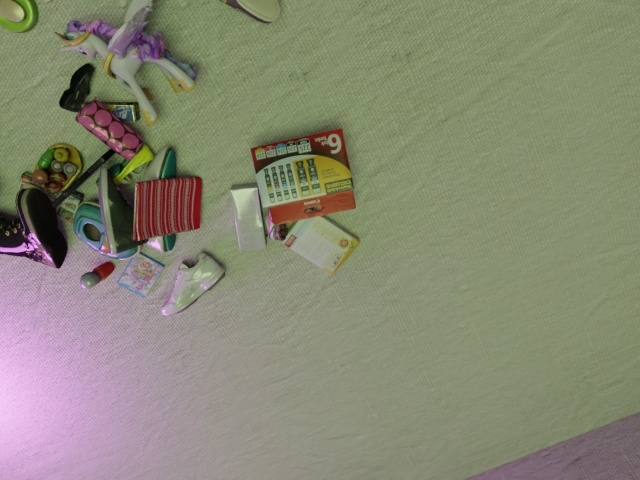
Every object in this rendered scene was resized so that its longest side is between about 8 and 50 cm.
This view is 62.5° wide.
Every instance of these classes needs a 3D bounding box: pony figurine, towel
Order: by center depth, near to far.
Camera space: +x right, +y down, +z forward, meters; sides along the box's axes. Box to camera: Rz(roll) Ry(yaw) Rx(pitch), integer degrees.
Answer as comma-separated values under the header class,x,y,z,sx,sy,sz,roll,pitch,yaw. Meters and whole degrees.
class,x,y,z,sx,sy,sz,roll,pitch,yaw
pony figurine,-0.551,-0.569,1.572,0.351,0.302,0.363,-32,127,22
towel,-0.507,-0.111,1.774,0.031,0.275,0.198,16,108,30

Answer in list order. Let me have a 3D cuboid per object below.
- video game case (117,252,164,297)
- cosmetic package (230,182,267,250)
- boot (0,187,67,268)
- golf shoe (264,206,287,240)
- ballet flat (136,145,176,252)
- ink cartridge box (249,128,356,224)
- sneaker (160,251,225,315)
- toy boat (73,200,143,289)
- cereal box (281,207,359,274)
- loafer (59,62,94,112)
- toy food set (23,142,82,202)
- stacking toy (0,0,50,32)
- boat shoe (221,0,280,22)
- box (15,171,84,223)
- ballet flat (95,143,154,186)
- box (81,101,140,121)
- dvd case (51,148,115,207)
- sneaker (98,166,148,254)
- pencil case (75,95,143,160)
class,x,y,z,sx,sy,sz,roll,pitch,yaw
video game case,-0.687,0.130,2.015,0.119,0.015,0.166,32,111,-15
cosmetic package,-0.257,-0.084,1.898,0.099,0.060,0.238,-5,115,-1
boot,-1.060,-0.050,1.812,0.285,0.138,0.377,9,145,-2
golf shoe,-0.171,-0.091,1.892,0.086,0.067,0.185,5,103,29
ballet flat,-0.580,-0.139,1.835,0.139,0.139,0.399,6,118,-4
ink cartridge box,-0.049,-0.205,1.764,0.310,0.130,0.271,-12,95,4
sneaker,-0.505,0.163,2.000,0.305,0.114,0.152,-39,97,11
toy boat,-0.774,0.029,1.874,0.268,0.148,0.318,26,119,5
cereal box,0.000,0.000,1.951,0.240,0.047,0.173,34,110,-15
loafer,-0.775,-0.492,1.703,0.170,0.062,0.061,-51,146,13
toy food set,-0.907,-0.228,1.784,0.128,0.071,0.217,37,96,-13
stacking toy,-0.925,-0.767,1.520,0.309,0.130,0.279,-32,112,14
boat shoe,-0.267,-0.755,1.560,0.325,0.097,0.116,33,70,-19
box,-0.956,-0.151,1.864,0.207,0.036,0.114,23,113,-12
ballet flat,-0.666,-0.240,1.812,0.231,0.077,0.077,-36,129,13
box,-0.687,-0.422,1.731,0.169,0.054,0.059,0,116,-2
dvd case,-0.775,-0.220,1.755,0.253,0.180,0.022,-37,112,15
sneaker,-0.654,-0.106,1.768,0.147,0.105,0.295,-10,87,-27
pencil case,-0.670,-0.356,1.691,0.209,0.095,0.098,43,66,-30
